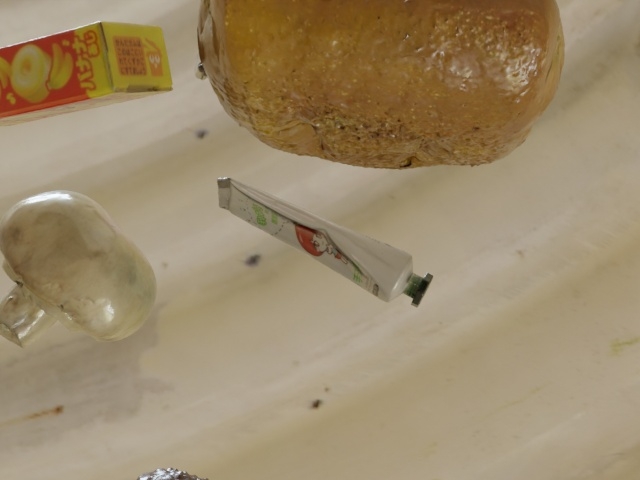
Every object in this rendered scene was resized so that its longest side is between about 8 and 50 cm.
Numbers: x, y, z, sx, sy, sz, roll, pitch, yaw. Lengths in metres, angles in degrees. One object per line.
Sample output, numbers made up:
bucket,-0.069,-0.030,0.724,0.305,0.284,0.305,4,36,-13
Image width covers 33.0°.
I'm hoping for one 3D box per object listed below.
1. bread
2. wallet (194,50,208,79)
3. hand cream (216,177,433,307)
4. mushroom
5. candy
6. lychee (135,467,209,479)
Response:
bread,0.051,-0.153,1.005,0.337,0.328,0.148,7,-92,1
wallet,-0.117,-0.418,1.865,0.335,0.068,0.275,-51,-169,2
hand cream,0.000,0.000,1.549,0.336,0.121,0.076,26,-112,7
mushroom,-0.375,0.062,1.572,0.234,0.254,0.260,-45,-147,-6
candy,-0.339,-0.202,1.347,0.276,0.146,0.088,-8,-84,25
lychee,-0.216,0.480,1.642,0.261,0.260,0.260,-12,-109,36
